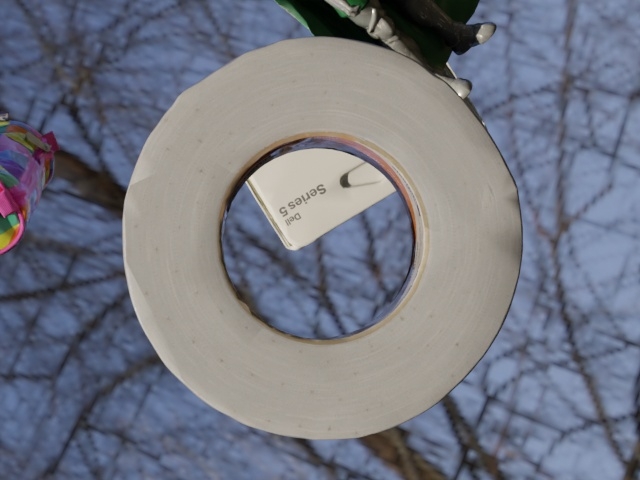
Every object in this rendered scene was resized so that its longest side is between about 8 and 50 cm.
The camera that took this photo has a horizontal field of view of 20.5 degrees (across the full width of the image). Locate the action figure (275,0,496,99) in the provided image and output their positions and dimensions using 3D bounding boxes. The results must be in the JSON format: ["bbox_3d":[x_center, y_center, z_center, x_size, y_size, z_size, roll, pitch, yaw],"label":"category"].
[{"bbox_3d":[0.011,-0.175,1.117,0.232,0.063,0.137,35,-118,-27],"label":"action figure"}]

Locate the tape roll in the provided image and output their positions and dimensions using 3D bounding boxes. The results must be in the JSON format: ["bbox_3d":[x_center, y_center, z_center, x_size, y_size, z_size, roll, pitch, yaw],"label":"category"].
[{"bbox_3d":[0.000,0.000,0.984,0.072,0.219,0.219,148,144,-87],"label":"tape roll"}]

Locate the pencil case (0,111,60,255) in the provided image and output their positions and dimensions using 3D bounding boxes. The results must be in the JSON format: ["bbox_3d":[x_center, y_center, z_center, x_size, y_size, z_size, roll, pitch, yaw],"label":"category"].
[{"bbox_3d":[-0.337,-0.059,1.847,0.236,0.104,0.104,-91,7,-70],"label":"pencil case"}]

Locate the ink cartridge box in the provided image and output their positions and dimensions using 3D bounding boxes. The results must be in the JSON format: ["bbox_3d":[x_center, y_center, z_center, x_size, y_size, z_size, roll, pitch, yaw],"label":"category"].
[{"bbox_3d":[0.023,-0.093,1.597,0.198,0.115,0.273,-31,5,-1],"label":"ink cartridge box"}]
